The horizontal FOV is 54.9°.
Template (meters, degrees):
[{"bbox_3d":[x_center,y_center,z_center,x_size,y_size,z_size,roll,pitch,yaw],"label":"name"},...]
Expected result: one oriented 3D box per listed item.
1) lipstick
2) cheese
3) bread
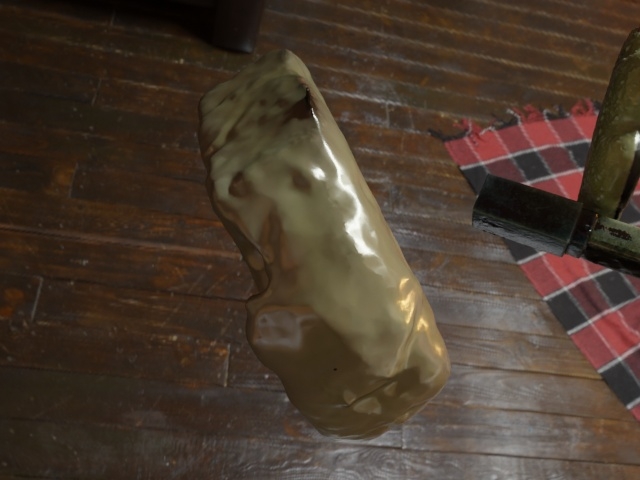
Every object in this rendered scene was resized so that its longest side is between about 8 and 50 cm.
[{"bbox_3d":[0.310,0.010,0.620,0.312,0.051,0.051,21,73,20],"label":"lipstick"},{"bbox_3d":[0.000,0.000,0.514,0.115,0.318,0.326,-28,86,6],"label":"cheese"},{"bbox_3d":[0.338,-0.130,0.689,0.056,0.207,0.286,16,66,19],"label":"bread"}]
